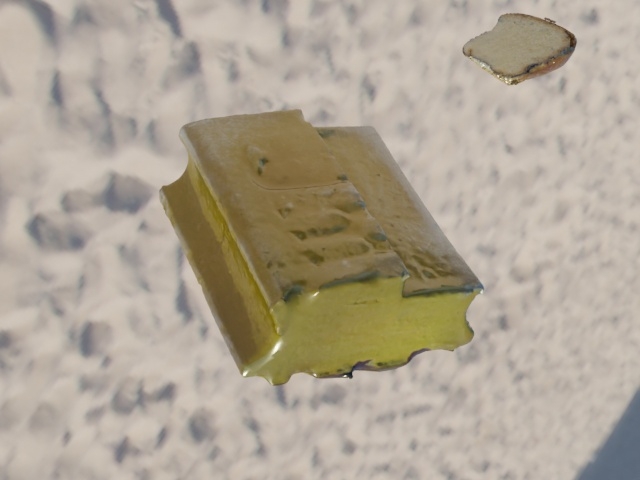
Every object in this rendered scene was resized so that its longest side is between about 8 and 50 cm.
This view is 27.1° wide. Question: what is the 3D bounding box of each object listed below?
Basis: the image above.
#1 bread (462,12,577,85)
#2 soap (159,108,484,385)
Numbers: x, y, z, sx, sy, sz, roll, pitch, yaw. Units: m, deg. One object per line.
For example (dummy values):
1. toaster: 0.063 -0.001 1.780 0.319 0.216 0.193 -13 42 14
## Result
1. bread: 0.258 -0.245 1.738 0.126 0.129 0.044 -31 137 -22
2. soap: 0.000 0.000 1.352 0.259 0.281 0.143 -5 131 -28
